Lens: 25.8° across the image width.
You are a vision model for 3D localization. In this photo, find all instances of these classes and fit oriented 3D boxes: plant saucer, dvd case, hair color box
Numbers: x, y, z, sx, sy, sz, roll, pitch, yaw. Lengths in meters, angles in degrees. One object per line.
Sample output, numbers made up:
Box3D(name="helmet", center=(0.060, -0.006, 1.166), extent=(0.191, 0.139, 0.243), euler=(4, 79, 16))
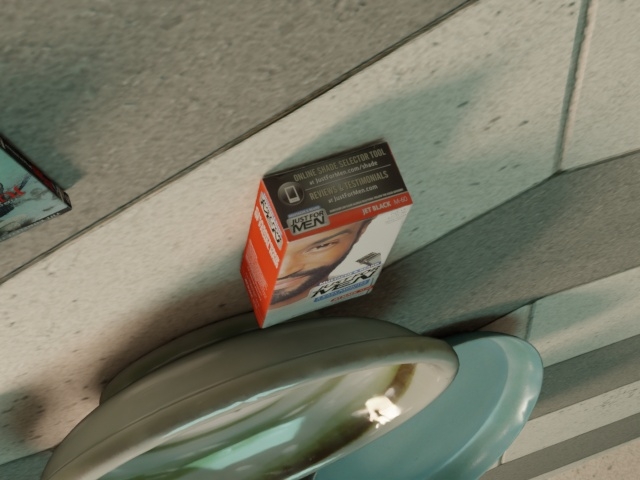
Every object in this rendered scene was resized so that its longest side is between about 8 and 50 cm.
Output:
Box3D(name="plant saucer", center=(0.113, 0.214, 1.584), extent=(0.317, 0.044, 0.317), euler=(-23, 141, -20))
Box3D(name="dvd case", center=(-0.193, -0.021, 0.755), extent=(0.087, 0.013, 0.119), euler=(-24, 163, 2))
Box3D(name="hair color box", center=(0.000, 0.000, 0.983), extent=(0.093, 0.053, 0.167), euler=(-18, 160, -15))
Box3D(name="plant saucer", center=(-0.079, 0.148, 1.223), extent=(0.400, 0.100, 0.400), euler=(-21, 161, -8))

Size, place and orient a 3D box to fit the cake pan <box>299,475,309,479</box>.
Box3D(name="cake pan", center=(0.026, 0.257, 1.725), extent=(0.293, 0.054, 0.293), euler=(-21, 161, -7))
